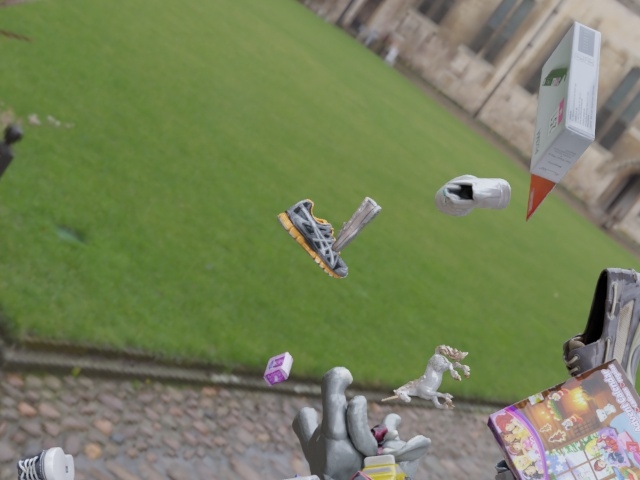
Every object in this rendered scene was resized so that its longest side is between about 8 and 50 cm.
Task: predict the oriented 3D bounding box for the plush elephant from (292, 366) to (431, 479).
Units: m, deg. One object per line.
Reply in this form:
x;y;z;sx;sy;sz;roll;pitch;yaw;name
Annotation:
0.113;0.475;2.380;0.255;0.272;0.330;6;46;-22;plush elephant

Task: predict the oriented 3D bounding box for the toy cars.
0.042;0.495;2.129;0.393;0.176;0.087;0;76;-35;toy cars

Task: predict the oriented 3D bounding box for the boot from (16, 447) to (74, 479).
-0.464;0.382;1.726;0.086;0.069;0.190;-4;-17;-6;boot

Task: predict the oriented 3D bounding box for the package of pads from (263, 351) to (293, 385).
-0.090;0.276;2.257;0.032;0.050;0.083;61;15;-16;package of pads

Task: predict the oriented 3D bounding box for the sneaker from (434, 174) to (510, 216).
0.262;-0.089;1.979;0.094;0.080;0.212;1;-3;-27;sneaker

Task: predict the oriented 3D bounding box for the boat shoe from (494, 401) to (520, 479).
0.307;0.353;1.601;0.081;0.228;0.079;10;9;9;boat shoe

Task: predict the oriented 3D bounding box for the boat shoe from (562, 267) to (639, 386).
0.498;0.213;1.882;0.130;0.356;0.132;21;-5;-4;boat shoe

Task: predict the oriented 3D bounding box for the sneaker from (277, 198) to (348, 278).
0.000;0.000;2.252;0.215;0.083;0.084;48;-3;-31;sneaker

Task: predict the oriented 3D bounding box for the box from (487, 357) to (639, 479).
0.380;0.331;1.408;0.057;0.200;0.293;78;-13;-66;box

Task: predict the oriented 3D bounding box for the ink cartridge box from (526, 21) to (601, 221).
0.404;-0.208;1.832;0.060;0.239;0.275;22;51;-8;ink cartridge box

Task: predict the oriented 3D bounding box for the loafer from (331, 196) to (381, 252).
0.064;-0.031;2.032;0.039;0.125;0.045;47;10;12;loafer

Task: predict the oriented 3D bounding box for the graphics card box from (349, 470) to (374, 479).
-0.032;0.512;1.536;0.094;0.371;0.233;39;-13;9;graphics card box

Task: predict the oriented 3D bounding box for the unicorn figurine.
0.210;0.271;1.979;0.111;0.162;0.060;26;-16;31;unicorn figurine
